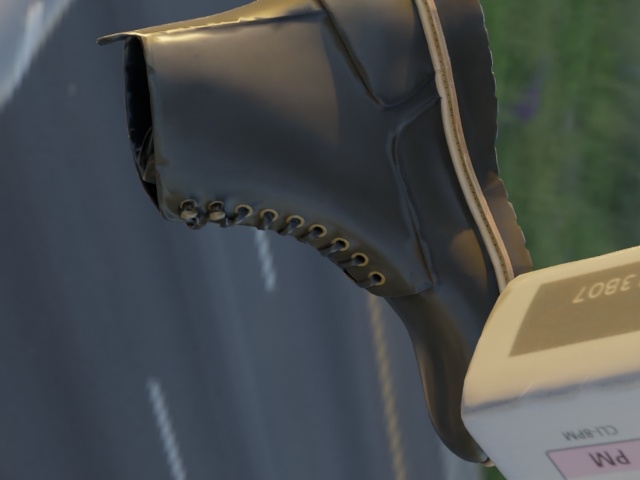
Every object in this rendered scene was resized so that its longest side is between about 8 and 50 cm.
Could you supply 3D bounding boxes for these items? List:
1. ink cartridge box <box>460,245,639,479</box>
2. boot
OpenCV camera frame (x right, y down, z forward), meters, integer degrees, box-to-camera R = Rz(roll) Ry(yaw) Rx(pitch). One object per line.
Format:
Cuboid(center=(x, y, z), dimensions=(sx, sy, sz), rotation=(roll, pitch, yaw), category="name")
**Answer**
Cuboid(center=(0.171, 0.083, 0.459), dimensions=(0.232, 0.189, 0.066), rotation=(53, 44, -23), category="ink cartridge box")
Cuboid(center=(0.000, 0.000, 0.736), dimensions=(0.077, 0.137, 0.198), rotation=(-179, -105, -71), category="boot")
